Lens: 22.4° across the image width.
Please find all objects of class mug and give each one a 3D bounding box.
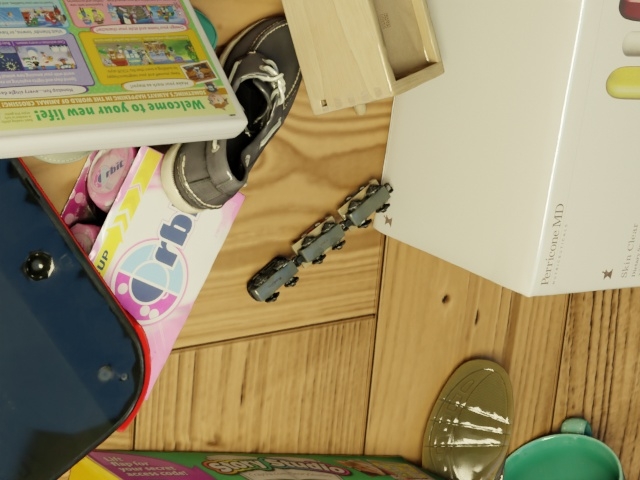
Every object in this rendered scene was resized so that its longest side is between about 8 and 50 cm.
[{"bbox_3d":[0.252,0.263,1.605,0.158,0.129,0.097,-36,128,-24],"label":"mug"}]

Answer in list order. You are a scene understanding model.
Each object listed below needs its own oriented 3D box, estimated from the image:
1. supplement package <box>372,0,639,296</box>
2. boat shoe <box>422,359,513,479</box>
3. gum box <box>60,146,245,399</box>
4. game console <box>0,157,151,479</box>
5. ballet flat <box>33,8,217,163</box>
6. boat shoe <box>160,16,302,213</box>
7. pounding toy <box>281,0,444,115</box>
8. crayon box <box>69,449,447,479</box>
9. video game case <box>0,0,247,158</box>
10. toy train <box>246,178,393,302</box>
[{"bbox_3d":[0.177,-0.109,1.357,0.145,0.204,0.261,-4,109,-38],"label":"supplement package"},{"bbox_3d":[0.134,0.224,1.536,0.073,0.080,0.223,59,41,-80],"label":"boat shoe"},{"bbox_3d":[-0.151,0.024,1.234,0.107,0.062,0.188,26,89,-41],"label":"gum box"},{"bbox_3d":[-0.324,0.054,1.071,0.342,0.060,0.386,-38,113,-16],"label":"game console"},{"bbox_3d":[-0.149,-0.115,1.169,0.068,0.072,0.213,-44,180,34],"label":"ballet flat"},{"bbox_3d":[-0.047,-0.101,1.227,0.075,0.065,0.206,51,47,-25],"label":"boat shoe"},{"bbox_3d":[0.030,-0.159,1.282,0.141,0.100,0.130,-31,108,-61],"label":"pounding toy"},{"bbox_3d":[-0.067,0.343,1.391,0.363,0.106,0.313,7,101,-40],"label":"crayon box"},{"bbox_3d":[-0.171,-0.146,1.087,0.212,0.193,0.023,-8,155,-42],"label":"video game case"},{"bbox_3d":[0.000,0.000,1.366,0.158,0.036,0.027,-39,108,-20],"label":"toy train"}]
